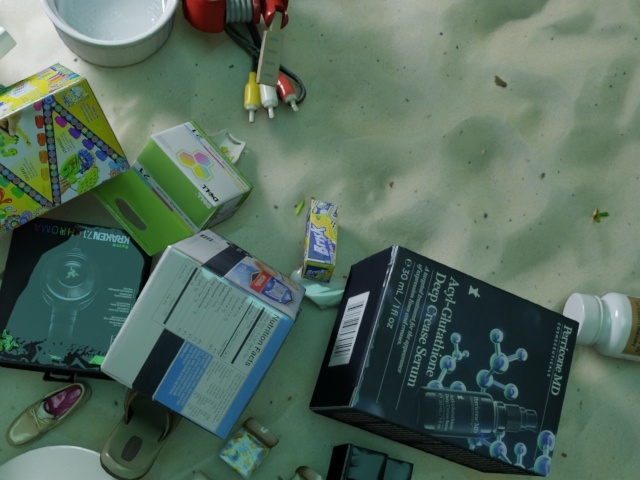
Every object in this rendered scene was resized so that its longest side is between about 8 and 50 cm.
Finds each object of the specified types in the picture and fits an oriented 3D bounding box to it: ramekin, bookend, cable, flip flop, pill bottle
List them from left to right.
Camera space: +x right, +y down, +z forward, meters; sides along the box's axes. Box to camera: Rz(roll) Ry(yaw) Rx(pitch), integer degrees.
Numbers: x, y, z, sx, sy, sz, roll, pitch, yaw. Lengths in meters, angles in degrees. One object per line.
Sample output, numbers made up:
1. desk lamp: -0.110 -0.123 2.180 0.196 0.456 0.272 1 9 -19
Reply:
1. ramekin: -0.421 -0.488 1.717 0.277 0.135 0.277 2 75 -9
2. flip flop: -0.303 0.301 1.478 0.112 0.277 0.080 22 117 -1
3. cable: -0.117 -0.377 1.765 0.139 0.072 0.287 -14 77 -11
4. bookend: 0.102 0.423 1.535 0.157 0.156 0.072 16 73 -5
5. pill bottle: 0.611 0.173 1.697 0.229 0.131 0.131 10 73 -6

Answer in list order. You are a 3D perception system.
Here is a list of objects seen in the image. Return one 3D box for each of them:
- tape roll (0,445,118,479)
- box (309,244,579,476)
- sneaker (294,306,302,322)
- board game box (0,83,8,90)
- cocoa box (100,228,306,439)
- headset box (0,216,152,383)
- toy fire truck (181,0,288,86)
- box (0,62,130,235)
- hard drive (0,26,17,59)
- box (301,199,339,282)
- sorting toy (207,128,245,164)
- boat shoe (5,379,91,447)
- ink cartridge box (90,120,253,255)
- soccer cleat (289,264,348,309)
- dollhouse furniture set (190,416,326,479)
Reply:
1. tape roll: -0.447 0.532 1.379 0.391 0.072 0.392 -6 58 10
2. box: 0.225 0.228 1.542 0.395 0.212 0.294 22 71 -16
3. sneaker: -0.109 0.127 1.638 0.144 0.053 0.059 22 75 -1
4. board game box: -0.731 -0.267 1.657 0.211 0.039 0.160 24 72 -1
5. cocoa box: -0.179 0.143 1.442 0.228 0.347 0.231 30 95 -1
6. headset box: -0.450 0.119 1.546 0.246 0.131 0.283 9 74 -6
7. toy fire truck: -0.160 -0.445 1.707 0.217 0.158 0.246 -6 52 -16
8. box: -0.529 -0.168 1.508 0.279 0.290 0.177 -30 117 -15
9. hard drive: -0.744 -0.277 1.550 0.233 0.047 0.353 26 68 39
10. box: 0.000 0.000 1.653 0.059 0.054 0.169 10 47 -6
11. sorting toy: -0.193 -0.188 1.720 0.083 0.045 0.075 38 65 3
12. boat shoe: -0.492 0.307 1.524 0.170 0.059 0.063 -38 83 -17
13. ink cartridge box: -0.275 -0.101 1.583 0.189 0.097 0.255 47 34 6
14. soccer cleat: 0.032 0.103 1.665 0.196 0.068 0.076 14 88 -4
15. dollhouse furniture set: -0.089 0.555 1.416 0.394 0.256 0.362 39 72 3
